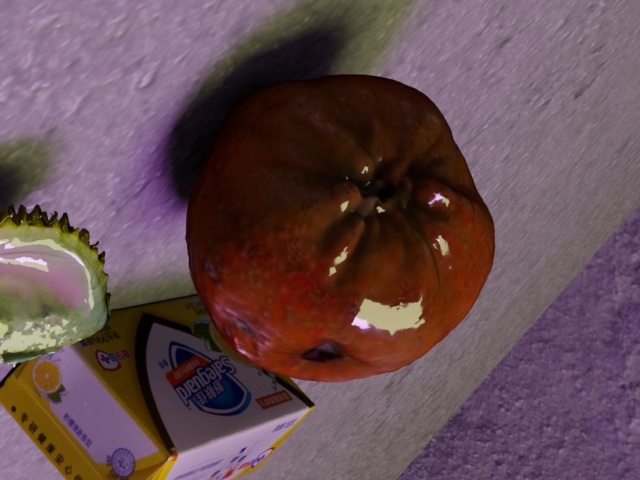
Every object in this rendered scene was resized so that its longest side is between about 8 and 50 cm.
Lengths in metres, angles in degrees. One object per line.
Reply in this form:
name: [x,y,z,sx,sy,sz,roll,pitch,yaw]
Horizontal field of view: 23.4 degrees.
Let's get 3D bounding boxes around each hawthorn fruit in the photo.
hawthorn fruit: [0.008,-0.010,1.226,0.258,0.258,0.262,-38,-160,-11]

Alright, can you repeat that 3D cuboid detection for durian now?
durian: [-0.250,0.039,1.014,0.220,0.095,0.137,-27,123,-36]

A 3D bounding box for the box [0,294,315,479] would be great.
box: [-0.143,0.146,1.406,0.097,0.168,0.265,-51,160,22]
